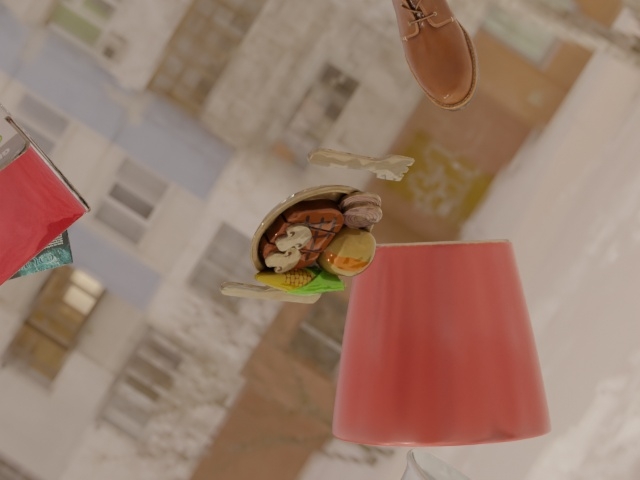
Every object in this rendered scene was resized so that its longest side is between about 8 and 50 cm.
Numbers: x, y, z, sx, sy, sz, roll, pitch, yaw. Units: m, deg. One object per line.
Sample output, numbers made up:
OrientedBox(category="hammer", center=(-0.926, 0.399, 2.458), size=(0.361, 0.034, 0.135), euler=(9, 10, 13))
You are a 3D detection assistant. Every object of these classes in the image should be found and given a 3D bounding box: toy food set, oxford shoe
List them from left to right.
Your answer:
OrientedBox(category="toy food set", center=(0.000, 0.000, 1.563), size=(0.132, 0.038, 0.192), euler=(5, -47, -37))
OrientedBox(category="oxford shoe", center=(0.109, -0.237, 1.848), size=(0.076, 0.212, 0.076), euler=(-25, -21, 16))

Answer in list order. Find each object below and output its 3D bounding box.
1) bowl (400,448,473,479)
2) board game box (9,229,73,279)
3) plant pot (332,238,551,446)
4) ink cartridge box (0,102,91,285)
OrientedBox(category="bowl", center=(0.205, 0.440, 2.460), size=(0.134, 0.298, 0.298), euler=(-52, -2, 6))
OrientedBox(category="board game box", center=(-0.372, 0.000, 1.894), size=(0.186, 0.026, 0.126), euler=(-15, -43, -13))
OrientedBox(category="plant pot", center=(0.146, 0.122, 2.143), size=(0.275, 0.274, 0.243), euler=(-9, -83, -87))
OrientedBox(category="ink cartridge box", center=(-0.379, 0.009, 1.565), size=(0.309, 0.130, 0.272), euler=(-41, 32, -5))
